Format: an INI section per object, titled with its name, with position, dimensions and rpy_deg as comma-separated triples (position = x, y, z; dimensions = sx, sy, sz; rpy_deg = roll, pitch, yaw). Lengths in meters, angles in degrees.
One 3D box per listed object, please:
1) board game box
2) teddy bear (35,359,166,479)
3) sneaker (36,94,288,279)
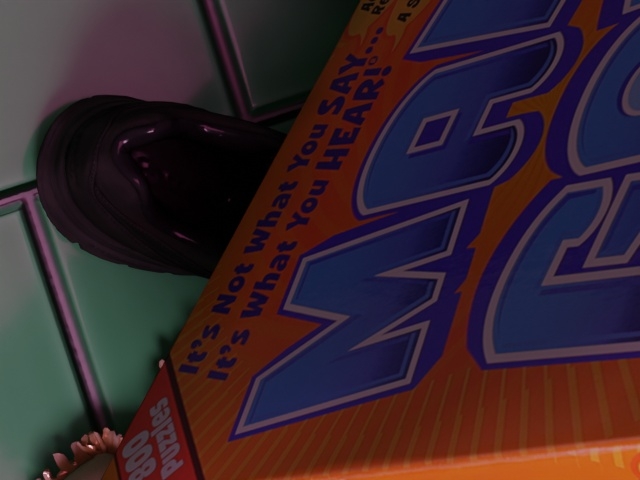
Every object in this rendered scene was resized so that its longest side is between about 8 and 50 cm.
[board game box]
position = 0.198, 0.065, 0.858
dimensions = 0.356, 0.357, 0.356
rpy_deg = 47, 52, -28
[teddy bear]
position = -0.003, 0.209, 1.035
dimensions = 0.338, 0.113, 0.245
rpy_deg = 35, 74, -8
[sneaker]
position = 0.000, 0.000, 1.007
dimensions = 0.286, 0.130, 0.109
rpy_deg = 14, 85, -19
